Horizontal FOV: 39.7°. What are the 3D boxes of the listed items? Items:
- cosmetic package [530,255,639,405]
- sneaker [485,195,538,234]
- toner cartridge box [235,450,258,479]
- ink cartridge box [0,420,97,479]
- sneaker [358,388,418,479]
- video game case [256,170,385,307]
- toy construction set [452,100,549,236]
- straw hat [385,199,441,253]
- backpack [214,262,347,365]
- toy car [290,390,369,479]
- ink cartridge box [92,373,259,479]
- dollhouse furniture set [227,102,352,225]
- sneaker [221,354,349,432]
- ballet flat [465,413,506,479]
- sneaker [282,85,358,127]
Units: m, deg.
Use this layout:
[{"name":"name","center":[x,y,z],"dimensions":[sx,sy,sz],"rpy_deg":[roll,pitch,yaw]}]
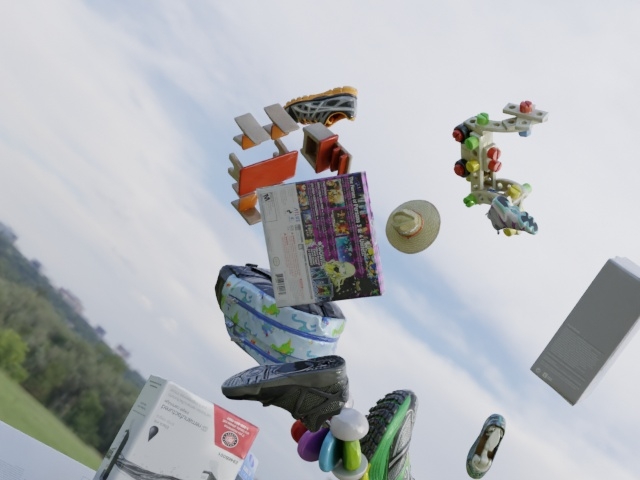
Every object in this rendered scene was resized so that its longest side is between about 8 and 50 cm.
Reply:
[{"name":"cosmetic package","center":[0.468,0.147,1.485],"dimensions":[0.107,0.238,0.127],"rpy_deg":[42,22,24]},{"name":"sneaker","center":[0.344,-0.029,1.611],"dimensions":[0.098,0.038,0.069],"rpy_deg":[43,-46,16]},{"name":"toner cartridge box","center":[-0.298,0.601,1.977],"dimensions":[0.075,0.348,0.165],"rpy_deg":[49,6,-4]},{"name":"ink cartridge box","center":[-0.588,0.515,1.774],"dimensions":[0.310,0.130,0.272],"rpy_deg":[33,-42,-15]},{"name":"sneaker","center":[0.142,0.480,1.870],"dimensions":[0.146,0.343,0.134],"rpy_deg":[20,-8,-16]},{"name":"video game case","center":[0.000,0.000,1.646],"dimensions":[0.042,0.210,0.232],"rpy_deg":[-23,103,-71]},{"name":"toy construction set","center":[0.426,-0.189,2.128],"dimensions":[0.215,0.151,0.327],"rpy_deg":[38,-47,42]},{"name":"straw hat","center":[0.198,-0.041,2.038],"dimensions":[0.145,0.144,0.061],"rpy_deg":[28,-2,38]},{"name":"backpack","center":[-0.085,0.201,2.201],"dimensions":[0.290,0.273,0.356],"rpy_deg":[22,-12,-32]},{"name":"toy car","center":[0.014,0.385,1.749],"dimensions":[0.182,0.136,0.159],"rpy_deg":[-125,-150,-53]},{"name":"ink cartridge box","center":[-0.262,0.398,1.529],"dimensions":[0.197,0.272,0.114],"rpy_deg":[33,-15,-20]},{"name":"dollhouse furniture set","center":[-0.073,-0.170,2.007],"dimensions":[0.135,0.259,0.262],"rpy_deg":[50,-31,32]},{"name":"sneaker","center":[-0.058,0.280,1.557],"dimensions":[0.087,0.228,0.130],"rpy_deg":[-76,157,-73]},{"name":"ballet flat","center":[0.411,0.522,2.212],"dimensions":[0.070,0.188,0.070],"rpy_deg":[15,13,-4]},{"name":"sneaker","center":[-0.006,-0.310,2.159],"dimensions":[0.215,0.083,0.084],"rpy_deg":[-13,-11,27]}]
